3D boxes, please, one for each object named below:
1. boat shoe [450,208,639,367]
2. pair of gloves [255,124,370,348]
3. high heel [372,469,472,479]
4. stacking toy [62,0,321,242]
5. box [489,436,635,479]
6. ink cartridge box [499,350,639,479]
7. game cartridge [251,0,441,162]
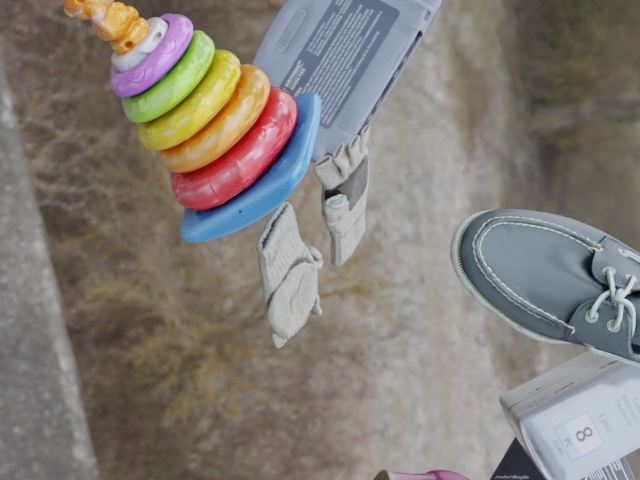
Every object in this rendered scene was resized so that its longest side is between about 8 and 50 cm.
[{"bbox_3d":[0.268,0.052,1.292,0.116,0.319,0.099,-66,-173,-14],"label":"boat shoe"},{"bbox_3d":[0.000,0.000,1.737,0.240,0.042,0.204,-54,154,-36],"label":"pair of gloves"},{"bbox_3d":[0.068,0.305,1.473,0.117,0.244,0.082,12,39,-22],"label":"high heel"},{"bbox_3d":[-0.151,-0.161,1.499,0.302,0.175,0.166,46,31,-26],"label":"stacking toy"},{"bbox_3d":[0.391,0.498,2.398,0.294,0.182,0.296,-49,121,-42],"label":"box"},{"bbox_3d":[0.382,0.124,1.584,0.091,0.385,0.308,60,2,4],"label":"ink cartridge box"},{"bbox_3d":[0.017,-0.268,2.153,0.297,0.198,0.062,-58,163,-2],"label":"game cartridge"}]
